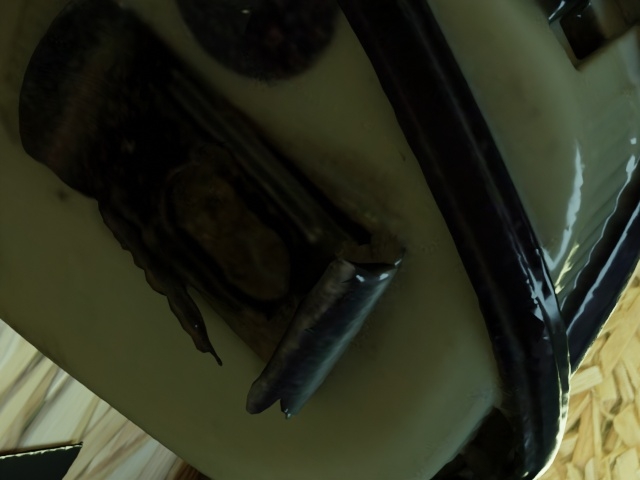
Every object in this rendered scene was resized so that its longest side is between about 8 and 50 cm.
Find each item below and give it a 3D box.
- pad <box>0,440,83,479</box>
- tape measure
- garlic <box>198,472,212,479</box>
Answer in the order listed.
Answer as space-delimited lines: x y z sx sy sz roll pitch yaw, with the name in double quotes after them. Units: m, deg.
-0.219 0.183 0.624 0.202 0.005 0.300 -58 166 4 "pad"
0.003 -0.047 0.422 0.133 0.231 0.271 -34 153 -54 "tape measure"
0.019 0.225 1.066 0.203 0.185 0.281 -27 154 -3 "garlic"
